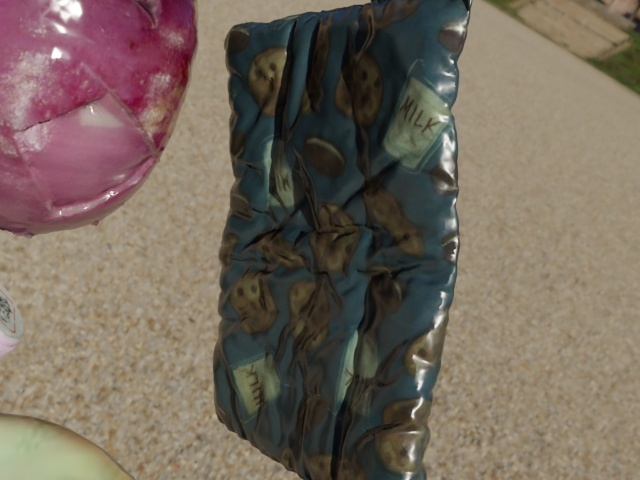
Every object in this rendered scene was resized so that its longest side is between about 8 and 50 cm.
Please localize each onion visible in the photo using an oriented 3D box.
[{"bbox_3d":[-0.149,-0.122,0.524,0.200,0.201,0.207,28,28,-7],"label":"onion"}]

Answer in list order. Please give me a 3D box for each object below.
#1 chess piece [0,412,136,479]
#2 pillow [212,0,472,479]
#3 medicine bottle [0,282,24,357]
[{"bbox_3d":[-0.115,0.300,0.482,0.234,0.234,0.442,47,-19,38],"label":"chess piece"},{"bbox_3d":[0.001,0.002,0.505,0.034,0.256,0.189,2,4,-39],"label":"pillow"},{"bbox_3d":[-0.297,0.097,0.603,0.115,0.219,0.078,56,3,-38],"label":"medicine bottle"}]
